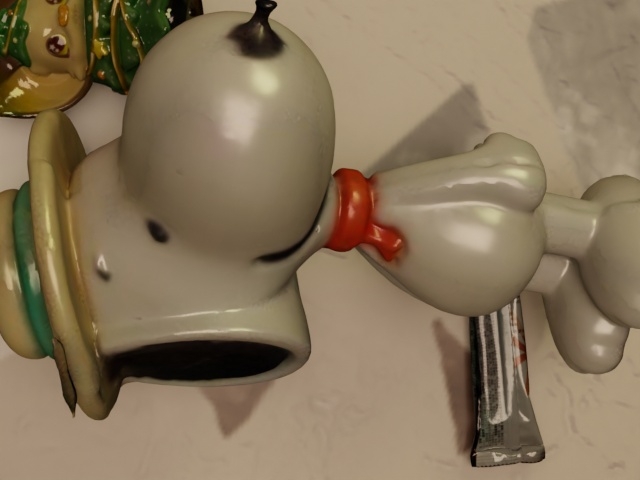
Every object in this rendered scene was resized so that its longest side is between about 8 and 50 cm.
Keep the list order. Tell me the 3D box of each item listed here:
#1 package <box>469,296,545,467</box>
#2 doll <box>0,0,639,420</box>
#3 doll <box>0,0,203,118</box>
[{"bbox_3d":[0.086,0.053,0.792,0.037,0.015,0.110,-5,93,-7],"label":"package"},{"bbox_3d":[-0.001,0.014,0.715,0.271,0.144,0.208,23,132,-30],"label":"doll"},{"bbox_3d":[-0.104,-0.093,0.750,0.113,0.077,0.078,-6,81,21],"label":"doll"}]
